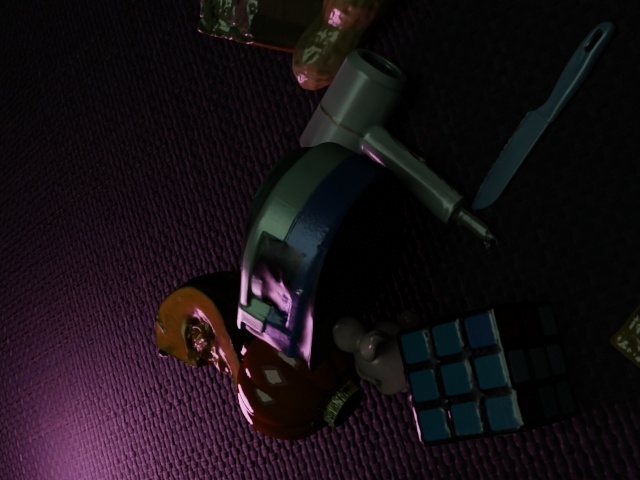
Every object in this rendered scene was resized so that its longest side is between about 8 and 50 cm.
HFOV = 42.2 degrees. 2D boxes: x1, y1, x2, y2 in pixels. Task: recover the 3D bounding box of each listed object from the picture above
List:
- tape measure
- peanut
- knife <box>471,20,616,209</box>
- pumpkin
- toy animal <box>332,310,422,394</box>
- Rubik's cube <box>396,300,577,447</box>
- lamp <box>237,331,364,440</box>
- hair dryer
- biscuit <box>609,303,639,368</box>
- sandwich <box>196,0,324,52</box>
[{"bbox_3d":[-0.001,0.001,1.150,0.138,0.259,0.262,22,138,23],"label":"tape measure"},{"bbox_3d":[0.040,-0.343,1.269,0.263,0.117,0.101,-56,49,31],"label":"peanut"},{"bbox_3d":[0.293,-0.161,1.120,0.044,0.019,0.313,51,123,36],"label":"knife"},{"bbox_3d":[-0.173,0.194,1.452,0.190,0.139,0.280,-33,68,34],"label":"pumpkin"},{"bbox_3d":[0.087,0.165,1.184,0.124,0.212,0.124,-7,80,41],"label":"toy animal"},{"bbox_3d":[0.221,0.175,1.100,0.160,0.163,0.162,-21,74,39],"label":"Rubik's cube"},{"bbox_3d":[-0.030,0.201,1.276,0.196,0.223,0.223,33,112,24],"label":"lamp"},{"bbox_3d":[0.137,-0.115,1.220,0.357,0.107,0.173,44,121,21],"label":"hair dryer"},{"bbox_3d":[0.411,0.123,1.026,0.081,0.018,0.083,46,120,29],"label":"biscuit"},{"bbox_3d":[-0.124,-0.404,1.348,0.227,0.198,0.155,25,108,37],"label":"sandwich"}]
